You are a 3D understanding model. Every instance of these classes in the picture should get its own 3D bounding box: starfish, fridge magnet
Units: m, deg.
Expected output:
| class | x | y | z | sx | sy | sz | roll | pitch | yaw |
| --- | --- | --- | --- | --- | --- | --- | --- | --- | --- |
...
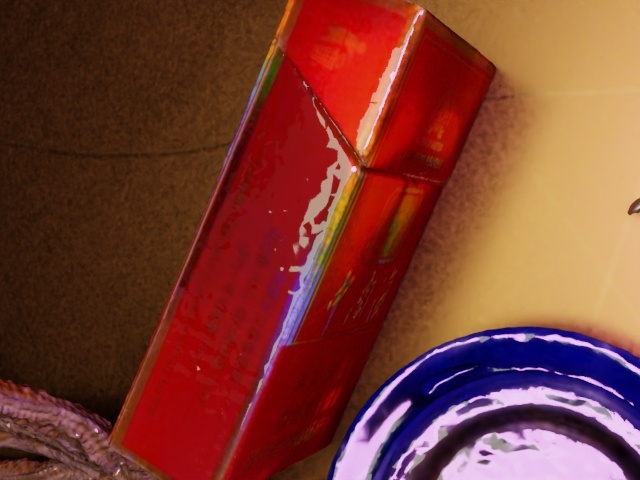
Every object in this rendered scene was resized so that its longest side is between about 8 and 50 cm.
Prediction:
| class | x | y | z | sx | sy | sz | roll | pitch | yaw |
| --- | --- | --- | --- | --- | --- | --- | --- | --- | --- |
| starfish | -0.174 | 0.191 | 0.756 | 0.375 | 0.094 | 0.327 | -19 | 112 | 52 |
| fridge magnet | 0.130 | 0.185 | 0.621 | 0.265 | 0.113 | 0.266 | -2 | 78 | 8 |

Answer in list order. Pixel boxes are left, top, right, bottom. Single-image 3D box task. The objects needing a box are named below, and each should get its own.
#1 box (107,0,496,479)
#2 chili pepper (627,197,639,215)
| class | x | y | z | sx | sy | sz | roll | pitch | yaw |
| --- | --- | --- | --- | --- | --- | --- | --- | --- | --- |
| box | -0.001 | 0.001 | 0.657 | 0.089 | 0.197 | 0.313 | 26 | 100 | 20 |
| chili pepper | 0.324 | -0.005 | 0.597 | 0.272 | 0.063 | 0.071 | 8 | 105 | 20 |
